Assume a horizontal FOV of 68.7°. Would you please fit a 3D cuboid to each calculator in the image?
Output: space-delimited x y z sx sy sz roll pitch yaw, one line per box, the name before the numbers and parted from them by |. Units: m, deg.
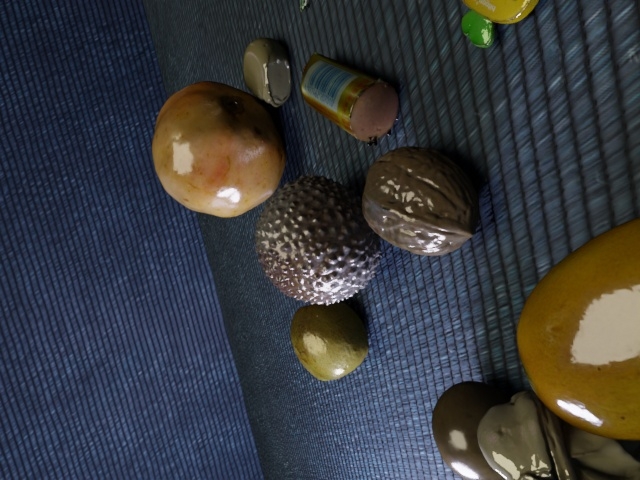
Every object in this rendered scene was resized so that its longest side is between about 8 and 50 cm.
calculator | 0.244 -0.372 0.604 0.146 0.032 0.234 56 148 35

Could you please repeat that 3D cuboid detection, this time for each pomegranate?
pomegranate | -0.298 -0.253 1.396 0.411 0.412 0.411 43 141 49

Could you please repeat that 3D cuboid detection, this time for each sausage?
sausage | 0.037 -0.310 0.983 0.317 0.117 0.125 48 169 48

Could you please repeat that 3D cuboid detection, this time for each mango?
mango | 0.350 0.091 0.504 0.211 0.173 0.317 61 146 26

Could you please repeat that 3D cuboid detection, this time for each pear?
pear | 0.020 0.259 1.261 0.211 0.188 0.228 56 152 9

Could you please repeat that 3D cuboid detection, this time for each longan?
longan | 0.275 0.334 0.816 0.167 0.167 0.187 55 162 36

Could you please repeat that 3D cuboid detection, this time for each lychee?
lychee | -0.005 -0.002 1.054 0.300 0.300 0.300 43 141 49

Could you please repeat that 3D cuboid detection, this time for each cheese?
cheese | -0.154 -0.473 1.308 0.202 0.091 0.175 38 137 55

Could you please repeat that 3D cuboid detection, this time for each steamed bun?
steamed bun | 0.342 0.281 0.615 0.218 0.211 0.144 53 123 41

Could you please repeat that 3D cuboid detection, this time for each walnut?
walnut | 0.170 -0.066 0.797 0.230 0.178 0.178 41 140 41

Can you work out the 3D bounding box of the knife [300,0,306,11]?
knife | -0.072 -0.610 1.130 0.166 0.023 0.078 48 138 41
